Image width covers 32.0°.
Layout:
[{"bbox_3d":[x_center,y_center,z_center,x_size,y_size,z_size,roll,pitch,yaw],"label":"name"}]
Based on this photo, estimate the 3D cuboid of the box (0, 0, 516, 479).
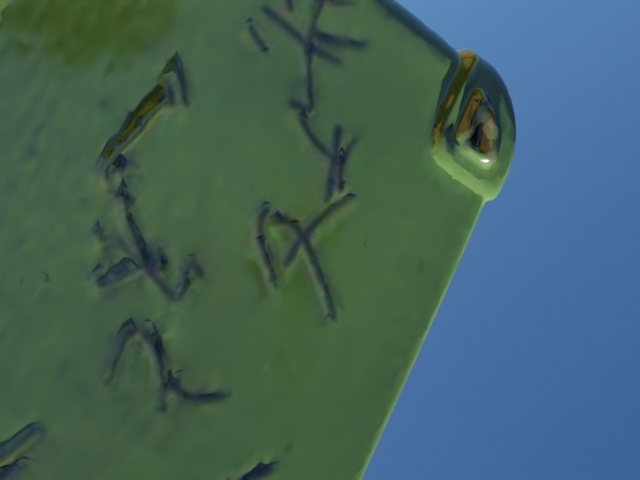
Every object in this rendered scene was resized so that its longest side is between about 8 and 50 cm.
[{"bbox_3d":[-0.086,0.022,0.420,0.177,0.252,0.329,16,-102,56],"label":"box"}]
